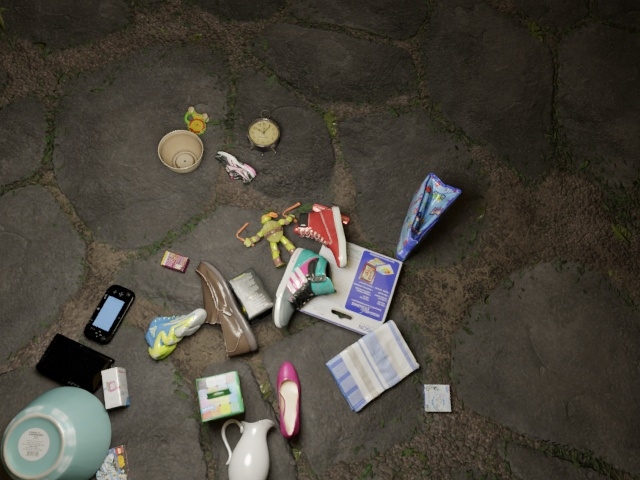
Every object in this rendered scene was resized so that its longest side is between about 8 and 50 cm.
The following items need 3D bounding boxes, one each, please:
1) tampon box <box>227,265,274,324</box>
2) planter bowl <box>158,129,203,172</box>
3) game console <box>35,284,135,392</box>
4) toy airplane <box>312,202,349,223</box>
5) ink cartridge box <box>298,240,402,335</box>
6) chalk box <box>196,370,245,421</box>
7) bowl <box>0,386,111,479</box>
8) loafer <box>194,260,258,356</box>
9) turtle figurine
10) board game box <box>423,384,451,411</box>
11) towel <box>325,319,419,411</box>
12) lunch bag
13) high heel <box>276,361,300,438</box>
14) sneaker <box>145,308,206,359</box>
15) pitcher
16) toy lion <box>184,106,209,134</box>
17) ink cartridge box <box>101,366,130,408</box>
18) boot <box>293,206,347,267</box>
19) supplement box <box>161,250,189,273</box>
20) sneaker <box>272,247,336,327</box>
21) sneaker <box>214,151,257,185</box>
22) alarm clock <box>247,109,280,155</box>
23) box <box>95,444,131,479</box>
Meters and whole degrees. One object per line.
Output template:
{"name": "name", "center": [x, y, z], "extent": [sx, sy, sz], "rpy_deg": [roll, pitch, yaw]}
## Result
{"name": "tampon box", "center": [-0.240, 0.193, 1.740], "extent": [0.101, 0.120, 0.161], "rpy_deg": [-29, 76, -15]}
{"name": "planter bowl", "center": [-0.520, -0.318, 1.891], "extent": [0.162, 0.109, 0.162], "rpy_deg": [2, 71, -6]}
{"name": "game console", "center": [-0.766, 0.314, 1.687], "extent": [0.213, 0.044, 0.361], "rpy_deg": [24, 70, 2]}
{"name": "toy airplane", "center": [0.031, -0.077, 1.908], "extent": [0.151, 0.028, 0.151], "rpy_deg": [1, 71, -4]}
{"name": "ink cartridge box", "center": [0.109, 0.168, 1.816], "extent": [0.304, 0.072, 0.307], "rpy_deg": [21, 73, 0]}
{"name": "chalk box", "center": [-0.313, 0.495, 1.582], "extent": [0.132, 0.213, 0.132], "rpy_deg": [-10, 73, -9]}
{"name": "bowl", "center": [-0.813, 0.605, 1.500], "extent": [0.312, 0.163, 0.311], "rpy_deg": [0, 77, 1]}
{"name": "loafer", "center": [-0.346, 0.236, 1.708], "extent": [0.130, 0.134, 0.366], "rpy_deg": [-28, 76, -14]}
{"name": "turtle figurine", "center": [-0.154, -0.022, 1.839], "extent": [0.269, 0.087, 0.217], "rpy_deg": [-28, 76, -14]}
{"name": "board game box", "center": [0.405, 0.548, 1.739], "extent": [0.090, 0.020, 0.090], "rpy_deg": [3, 71, -4]}
{"name": "towel", "center": [0.183, 0.429, 1.715], "extent": [0.285, 0.034, 0.209], "rpy_deg": [-30, 97, -14]}
{"name": "lunch bag", "center": [0.360, -0.062, 1.834], "extent": [0.138, 0.221, 0.293], "rpy_deg": [32, 71, 5]}
{"name": "high heel", "center": [-0.106, 0.521, 1.645], "extent": [0.082, 0.117, 0.244], "rpy_deg": [4, 71, -4]}
{"name": "sneaker", "center": [-0.499, 0.283, 1.678], "extent": [0.240, 0.091, 0.126], "rpy_deg": [-41, 71, 2]}
{"name": "pitcher", "center": [-0.244, 0.677, 1.588], "extent": [0.178, 0.125, 0.207], "rpy_deg": [-1, 59, 15]}
{"name": "toy lion", "center": [-0.496, -0.469, 1.989], "extent": [0.100, 0.034, 0.096], "rpy_deg": [28, 78, 4]}
{"name": "ink cartridge box", "center": [-0.662, 0.477, 1.618], "extent": [0.052, 0.088, 0.122], "rpy_deg": [-12, 73, -7]}
{"name": "boot", "center": [0.000, 0.000, 1.789], "extent": [0.176, 0.088, 0.244], "rpy_deg": [-10, 61, -3]}
{"name": "supplement box", "center": [-0.519, 0.078, 1.792], "extent": [0.083, 0.043, 0.055], "rpy_deg": [18, 70, 1]}
{"name": "sneaker", "center": [-0.039, 0.172, 1.703], "extent": [0.178, 0.124, 0.295], "rpy_deg": [10, 67, 22]}
{"name": "sneaker", "center": [-0.336, -0.275, 1.919], "extent": [0.178, 0.072, 0.077], "rpy_deg": [30, 82, 11]}
{"name": "alarm clock", "center": [-0.223, -0.432, 1.984], "extent": [0.129, 0.064, 0.192], "rpy_deg": [5, 73, -4]}
{"name": "box", "center": [-0.651, 0.725, 1.568], "extent": [0.094, 0.027, 0.137], "rpy_deg": [-15, 74, -9]}
